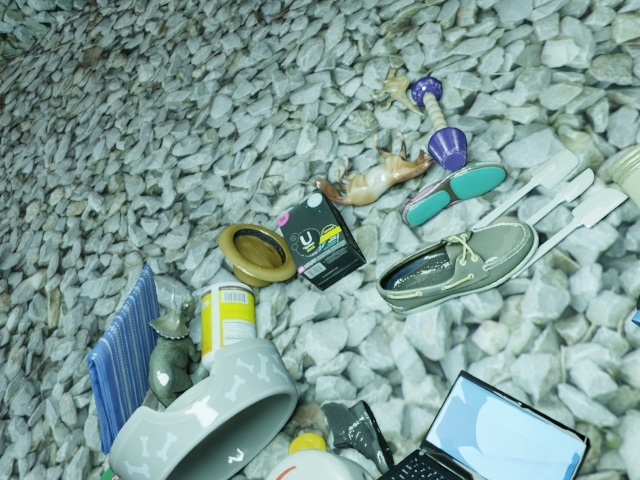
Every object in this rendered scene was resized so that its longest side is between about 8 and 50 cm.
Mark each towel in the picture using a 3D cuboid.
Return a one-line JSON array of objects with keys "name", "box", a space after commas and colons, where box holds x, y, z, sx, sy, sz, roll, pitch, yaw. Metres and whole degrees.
[{"name": "towel", "box": [-0.389, 0.231, 1.161, 0.040, 0.243, 0.336, 1, 26, 1]}]

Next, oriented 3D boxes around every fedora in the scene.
[{"name": "fedora", "box": [-0.145, 0.043, 1.269, 0.194, 0.194, 0.079, 55, 132, 38]}]

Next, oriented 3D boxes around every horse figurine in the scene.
[{"name": "horse figurine", "box": [0.114, -0.148, 1.253, 0.263, 0.066, 0.174, -30, 47, 11]}]

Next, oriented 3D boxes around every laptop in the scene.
[{"name": "laptop", "box": [0.234, 0.348, 0.866, 0.234, 0.264, 0.137, 24, 115, 38]}]

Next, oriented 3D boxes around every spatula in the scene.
[{"name": "spatula", "box": [0.408, -0.051, 1.059, 0.242, 0.019, 0.168, -41, 52, 10]}]

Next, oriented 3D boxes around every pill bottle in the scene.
[{"name": "pill bottle", "box": [-0.193, 0.203, 1.210, 0.117, 0.117, 0.215, -21, 56, 20]}]

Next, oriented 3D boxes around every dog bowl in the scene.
[{"name": "dog bowl", "box": [-0.186, 0.332, 1.008, 0.349, 0.349, 0.102, -45, 65, 2]}]

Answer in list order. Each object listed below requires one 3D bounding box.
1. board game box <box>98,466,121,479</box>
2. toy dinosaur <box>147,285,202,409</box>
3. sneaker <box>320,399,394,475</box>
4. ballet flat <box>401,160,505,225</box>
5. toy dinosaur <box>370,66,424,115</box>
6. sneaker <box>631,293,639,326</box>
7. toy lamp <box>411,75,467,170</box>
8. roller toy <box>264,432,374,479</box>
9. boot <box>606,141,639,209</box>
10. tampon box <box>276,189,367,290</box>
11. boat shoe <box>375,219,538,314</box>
[{"name": "board game box", "box": [-0.432, 0.517, 1.131, 0.046, 0.213, 0.317, 38, 87, 4]}, {"name": "toy dinosaur", "box": [-0.316, 0.274, 1.217, 0.121, 0.160, 0.314, -10, 60, 26]}, {"name": "sneaker", "box": [0.063, 0.355, 1.022, 0.089, 0.051, 0.170, -34, 48, 11]}, {"name": "ballet flat", "box": [0.258, -0.108, 1.148, 0.221, 0.077, 0.079, -30, 34, 14]}, {"name": "toy dinosaur", "box": [0.170, -0.348, 1.335, 0.092, 0.053, 0.183, -28, 54, 13]}, {"name": "sneaker", "box": [0.582, 0.119, 0.820, 0.232, 0.081, 0.090, 22, 84, 38]}, {"name": "toy lamp", "box": [0.246, -0.242, 1.181, 0.080, 0.080, 0.275, -23, 39, 18]}, {"name": "roller toy", "box": [-0.002, 0.449, 0.945, 0.191, 0.146, 0.209, 20, 76, 36]}, {"name": "boot", "box": [0.628, -0.110, 0.913, 0.262, 0.095, 0.203, -31, 52, 18]}, {"name": "tampon box", "box": [0.000, 0.000, 1.215, 0.120, 0.101, 0.161, -34, 52, 10]}, {"name": "boat shoe", "box": [0.246, 0.043, 1.047, 0.305, 0.091, 0.109, -28, 54, 19]}]
